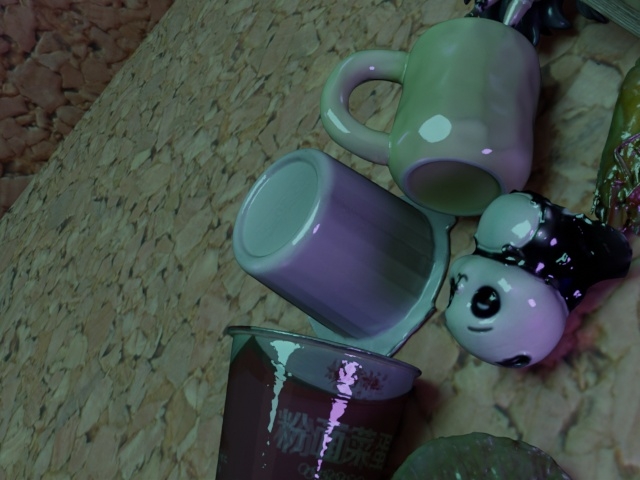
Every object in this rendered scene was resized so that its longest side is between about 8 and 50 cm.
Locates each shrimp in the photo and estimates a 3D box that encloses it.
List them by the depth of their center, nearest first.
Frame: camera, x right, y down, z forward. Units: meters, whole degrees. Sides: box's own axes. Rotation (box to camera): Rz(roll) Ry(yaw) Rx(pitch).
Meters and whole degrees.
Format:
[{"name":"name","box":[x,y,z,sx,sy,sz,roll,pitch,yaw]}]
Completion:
[{"name":"shrimp","box":[0.359,-0.103,0.918,0.145,0.061,0.267,23,79,47]}]

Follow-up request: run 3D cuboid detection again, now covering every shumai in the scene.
[{"name":"shumai","box":[0.150,0.286,0.816,0.120,0.201,0.201,97,177,-52]}]

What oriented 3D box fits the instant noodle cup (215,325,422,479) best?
[{"name":"instant noodle cup","box":[-0.012,0.209,1.003,0.235,0.235,0.178,-4,69,51]}]

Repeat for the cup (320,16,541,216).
[{"name":"cup","box":[0.142,-0.162,1.069,0.173,0.255,0.202,-42,29,57]}]

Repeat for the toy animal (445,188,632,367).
[{"name":"toy animal","box":[0.209,0.046,0.910,0.179,0.138,0.166,-53,16,-2]}]

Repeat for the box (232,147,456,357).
[{"name":"box","box":[0.000,0.000,1.161,0.291,0.206,0.262,-7,57,47]}]

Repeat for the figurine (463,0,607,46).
[{"name":"figurine","box":[0.286,-0.375,1.144,0.265,0.175,0.197,-37,32,16]}]

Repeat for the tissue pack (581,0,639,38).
[{"name":"tissue pack","box":[0.380,-0.363,0.874,0.297,0.207,0.380,-44,51,3]}]
